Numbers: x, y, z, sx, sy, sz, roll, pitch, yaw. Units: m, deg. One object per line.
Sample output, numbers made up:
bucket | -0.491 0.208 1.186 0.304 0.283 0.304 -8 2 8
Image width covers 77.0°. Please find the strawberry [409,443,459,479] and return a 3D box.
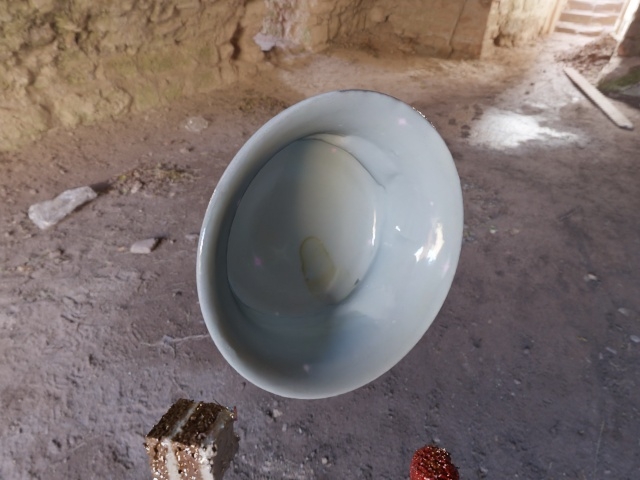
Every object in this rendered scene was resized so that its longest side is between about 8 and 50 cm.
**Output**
strawberry | 0.271 0.578 0.967 0.131 0.131 0.148 20 36 23

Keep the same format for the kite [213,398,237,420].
kite | -0.239 0.429 1.028 0.044 0.002 0.078 -27 73 -13

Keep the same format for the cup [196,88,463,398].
cup | 0.000 0.000 0.508 0.347 0.347 0.163 -17 21 -27

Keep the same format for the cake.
cake | -0.260 0.426 0.838 0.147 0.135 0.134 6 22 17
